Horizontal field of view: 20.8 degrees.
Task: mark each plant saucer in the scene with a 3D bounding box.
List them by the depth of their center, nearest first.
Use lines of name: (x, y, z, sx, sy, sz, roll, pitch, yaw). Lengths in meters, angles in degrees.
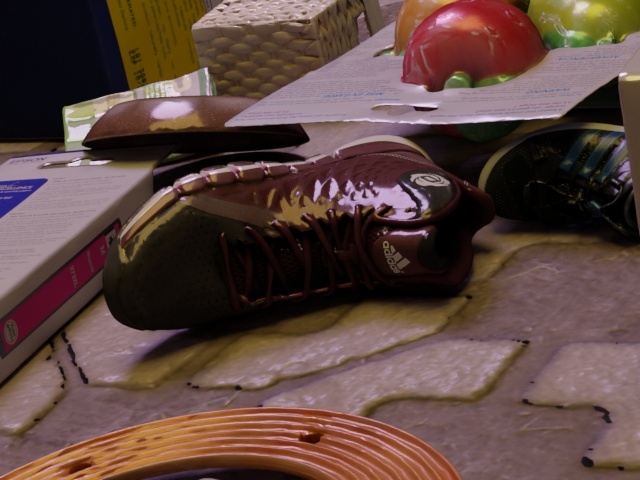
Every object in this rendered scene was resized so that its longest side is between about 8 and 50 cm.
plant saucer: (-0.108, -0.101, 1.517, 0.199, 0.036, 0.198, -1, -2, 0)

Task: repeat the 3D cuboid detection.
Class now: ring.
ring: (-0.086, 0.176, 0.887, 0.337, 0.032, 0.336, -10, 21, 4)

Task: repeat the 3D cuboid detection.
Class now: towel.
towel: (-0.171, -0.111, 1.658, 0.152, 0.023, 0.113, -14, 42, 2)

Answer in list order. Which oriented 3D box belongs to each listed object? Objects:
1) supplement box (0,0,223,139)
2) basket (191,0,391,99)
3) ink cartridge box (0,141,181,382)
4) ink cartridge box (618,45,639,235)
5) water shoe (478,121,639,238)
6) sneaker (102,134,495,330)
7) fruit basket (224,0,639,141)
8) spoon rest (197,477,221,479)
supplement box: (-0.200, -0.259, 1.879, 0.195, 0.194, 0.356, 2, 24, 34)
basket: (-0.029, -0.186, 1.699, 0.167, 0.113, 0.103, 1, 27, 36)
ink cartridge box: (-0.254, 0.017, 1.362, 0.176, 0.069, 0.371, -3, 24, 23)
ink cartridge box: (0.330, -0.039, 0.963, 0.270, 0.198, 0.197, -2, 22, 25)
water shoe: (0.205, -0.041, 1.226, 0.203, 0.073, 0.080, -6, 23, 19)
sneaker: (0.000, 0.000, 1.202, 0.281, 0.106, 0.162, -23, 25, -28)
fruit basket: (0.150, -0.148, 1.440, 0.327, 0.165, 0.353, 1, 30, 39)
spoon rest: (-0.062, 0.191, 0.688, 0.137, 0.084, 0.276, -1, 36, 18)
